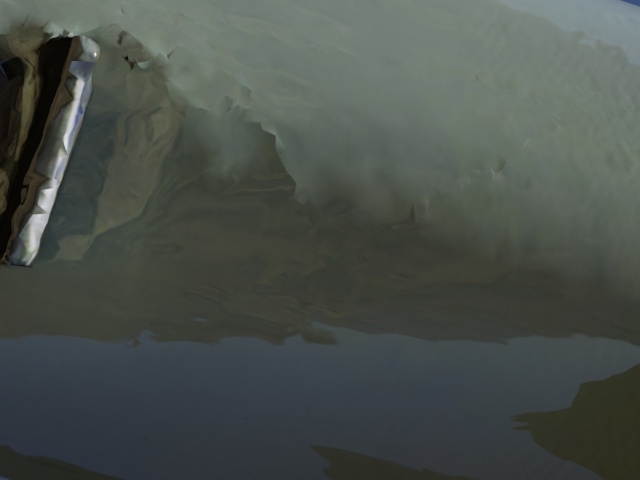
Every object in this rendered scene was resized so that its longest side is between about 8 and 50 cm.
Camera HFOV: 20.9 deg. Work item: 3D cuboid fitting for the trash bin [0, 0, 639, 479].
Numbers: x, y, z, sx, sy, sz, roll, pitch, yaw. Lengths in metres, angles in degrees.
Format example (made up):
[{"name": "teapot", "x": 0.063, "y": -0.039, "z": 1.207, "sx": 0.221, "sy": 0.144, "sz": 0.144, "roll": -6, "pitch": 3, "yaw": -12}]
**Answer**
[{"name": "trash bin", "x": 0.000, "y": 0.000, "z": 0.583, "sx": 0.277, "sy": 0.262, "sz": 0.217, "roll": -159, "pitch": -94, "yaw": -82}]
